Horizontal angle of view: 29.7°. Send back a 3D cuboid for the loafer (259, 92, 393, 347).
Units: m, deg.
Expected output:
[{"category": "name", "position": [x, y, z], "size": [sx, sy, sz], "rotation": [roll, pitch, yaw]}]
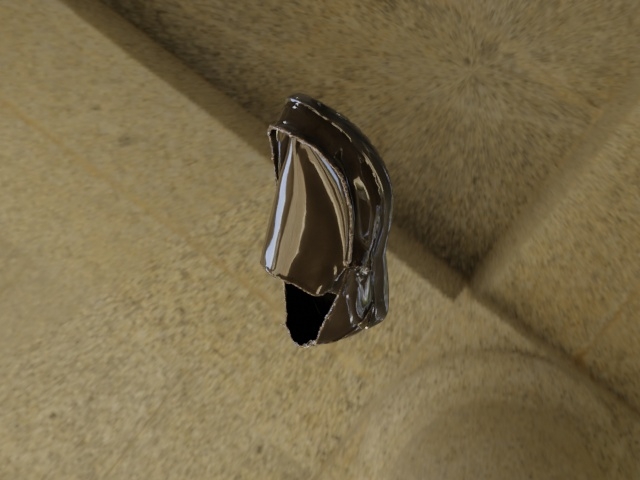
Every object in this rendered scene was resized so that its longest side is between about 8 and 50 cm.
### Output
[{"category": "loafer", "position": [0.000, 0.000, 0.815], "size": [0.080, 0.078, 0.220], "rotation": [30, -33, 35]}]
